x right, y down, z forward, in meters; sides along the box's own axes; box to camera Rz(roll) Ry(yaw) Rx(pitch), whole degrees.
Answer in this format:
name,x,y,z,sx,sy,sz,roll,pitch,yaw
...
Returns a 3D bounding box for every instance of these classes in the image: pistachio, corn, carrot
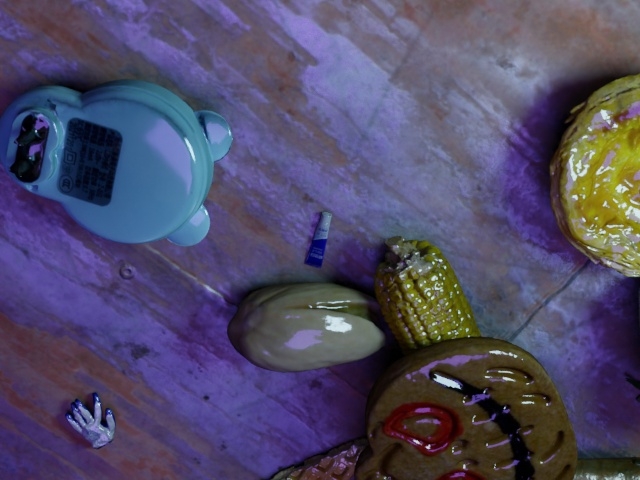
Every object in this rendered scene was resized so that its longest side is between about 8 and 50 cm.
name,x,y,z,sx,sy,sz,roll,pitch,yaw
pistachio,-0.016,0.121,1.625,0.226,0.136,0.136,-1,114,-11
corn,0.162,0.128,1.634,0.119,0.119,0.322,-23,112,7
carrot,0.369,0.361,1.774,0.298,0.078,0.078,2,113,1

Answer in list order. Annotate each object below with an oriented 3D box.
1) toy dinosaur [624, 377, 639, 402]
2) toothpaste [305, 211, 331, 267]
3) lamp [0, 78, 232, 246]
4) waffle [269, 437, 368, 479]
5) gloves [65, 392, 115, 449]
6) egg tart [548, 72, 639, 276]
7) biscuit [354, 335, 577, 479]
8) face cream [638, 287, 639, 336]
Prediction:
name,x,y,z,sx,sy,sz,roll,pitch,yaw
toy dinosaur,0.503,0.224,1.747,0.119,0.029,0.060,31,93,-9
toothpaste,0.000,0.000,1.627,0.024,0.015,0.083,16,117,-1
lamp,-0.267,-0.106,1.493,0.284,0.147,0.209,10,111,-16
waffle,-0.001,0.326,1.761,0.125,0.032,0.191,28,107,-12
gloves,-0.331,0.262,1.717,0.064,0.026,0.086,-33,106,9
egg tart,0.437,-0.091,1.557,0.294,0.116,0.295,0,113,0
biscuit,0.194,0.289,1.641,0.314,0.063,0.367,-21,126,8
face cream,0.544,0.148,1.616,0.201,0.201,0.187,-10,113,1
